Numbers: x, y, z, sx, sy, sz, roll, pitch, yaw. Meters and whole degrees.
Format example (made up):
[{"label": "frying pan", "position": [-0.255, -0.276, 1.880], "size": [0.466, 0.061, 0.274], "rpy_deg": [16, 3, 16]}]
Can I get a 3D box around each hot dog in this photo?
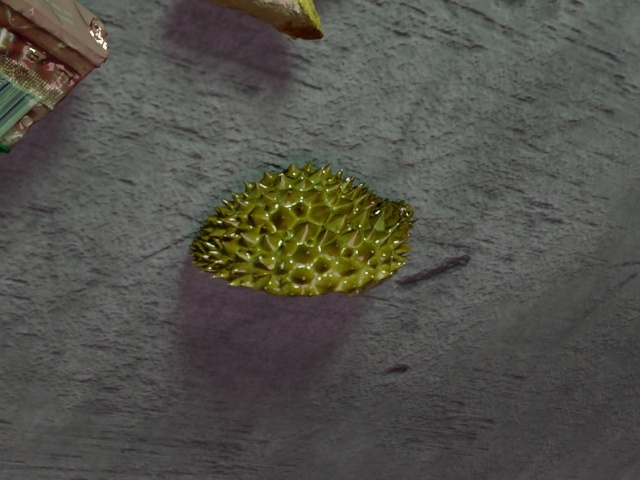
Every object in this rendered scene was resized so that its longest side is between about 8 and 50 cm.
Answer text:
[{"label": "hot dog", "position": [-0.062, -0.261, 1.119], "size": [0.168, 0.061, 0.078], "rpy_deg": [16, 166, -33]}]

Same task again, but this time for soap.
[{"label": "soap", "position": [-0.350, -0.206, 1.023], "size": [0.218, 0.098, 0.273], "rpy_deg": [-40, 134, 17]}]

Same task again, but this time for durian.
[{"label": "durian", "position": [0.000, 0.000, 1.351], "size": [0.306, 0.172, 0.166], "rpy_deg": [-13, 161, -23]}]
